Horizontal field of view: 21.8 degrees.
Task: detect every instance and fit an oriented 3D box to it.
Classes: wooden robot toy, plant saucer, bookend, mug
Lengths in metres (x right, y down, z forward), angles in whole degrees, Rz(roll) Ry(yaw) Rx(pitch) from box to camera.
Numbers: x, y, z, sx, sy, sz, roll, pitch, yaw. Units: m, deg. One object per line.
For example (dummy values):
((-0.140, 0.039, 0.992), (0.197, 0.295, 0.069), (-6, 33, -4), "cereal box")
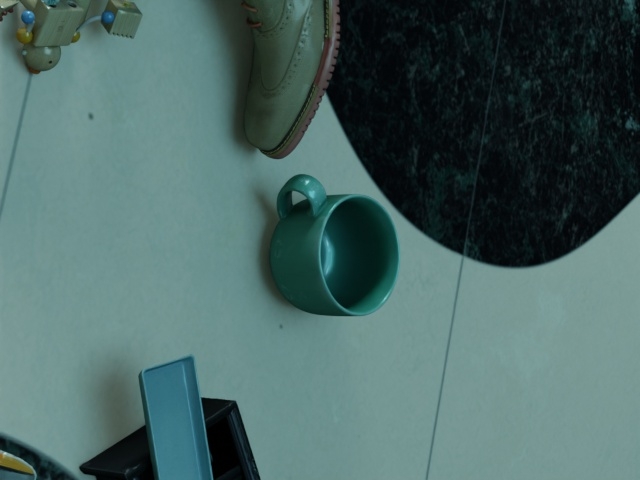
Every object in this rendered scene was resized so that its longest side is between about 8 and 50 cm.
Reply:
((-0.256, -0.197, 1.565), (0.173, 0.076, 0.079), (-7, 130, -46), "wooden robot toy")
((-0.136, 0.209, 1.592), (0.067, 0.018, 0.192), (-15, 101, -45), "plant saucer")
((-0.138, 0.259, 1.655), (0.157, 0.072, 0.156), (-29, 110, -42), "bookend")
((0.007, 0.003, 1.791), (0.129, 0.097, 0.157), (-11, 96, -45), "mug")

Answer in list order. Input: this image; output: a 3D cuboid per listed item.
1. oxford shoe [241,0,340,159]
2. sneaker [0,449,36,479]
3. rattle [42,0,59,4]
((-0.052, -0.260, 1.719), (0.130, 0.123, 0.348), (5, 97, -31), "oxford shoe")
((-0.348, 0.209, 1.439), (0.215, 0.084, 0.083), (9, 86, -36), "sneaker")
((-0.186, -0.297, 1.546), (0.200, 0.143, 0.130), (-9, 77, -54), "rattle")
